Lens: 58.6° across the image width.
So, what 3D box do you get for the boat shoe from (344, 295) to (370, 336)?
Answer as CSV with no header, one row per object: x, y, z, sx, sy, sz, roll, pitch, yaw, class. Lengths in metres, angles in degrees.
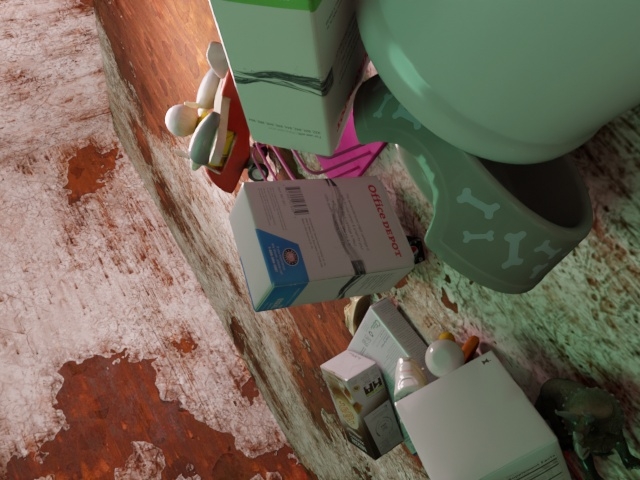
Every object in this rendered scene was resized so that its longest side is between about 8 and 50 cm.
0.090,0.195,1.528,0.059,0.063,0.170,41,147,32,boat shoe

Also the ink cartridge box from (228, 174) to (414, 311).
0.000,0.000,1.136,0.129,0.308,0.223,-55,48,52,ink cartridge box

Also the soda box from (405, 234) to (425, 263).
0.151,0.017,1.252,0.169,0.060,0.053,13,119,60,soda box

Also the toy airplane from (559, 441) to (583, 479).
0.445,0.410,1.051,0.151,0.028,0.151,168,90,-77,toy airplane

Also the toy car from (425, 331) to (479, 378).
0.285,0.275,1.130,0.136,0.159,0.181,-1,81,22,toy car

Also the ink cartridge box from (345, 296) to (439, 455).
0.204,0.350,1.437,0.330,0.072,0.324,52,152,20,ink cartridge box

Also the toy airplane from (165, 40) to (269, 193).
-0.279,-0.341,1.523,0.386,0.273,0.383,130,138,-82,toy airplane

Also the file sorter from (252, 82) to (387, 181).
-0.017,-0.212,1.237,0.202,0.182,0.290,61,155,10,file sorter

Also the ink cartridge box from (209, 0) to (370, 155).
-0.020,-0.259,0.634,0.115,0.198,0.272,13,151,13,ink cartridge box

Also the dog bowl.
0.207,-0.108,0.728,0.102,0.349,0.348,-41,73,39,dog bowl

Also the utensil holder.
0.252,-0.291,0.474,0.327,0.328,0.385,62,153,7,utensil holder

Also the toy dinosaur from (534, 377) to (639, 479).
0.419,0.285,0.925,0.313,0.121,0.160,-39,-70,-84,toy dinosaur

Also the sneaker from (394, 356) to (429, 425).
0.211,0.331,1.255,0.232,0.091,0.115,74,-167,-49,sneaker

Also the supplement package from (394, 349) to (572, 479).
0.290,0.375,0.983,0.262,0.198,0.199,59,-177,-35,supplement package

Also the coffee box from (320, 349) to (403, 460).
0.108,0.429,1.499,0.141,0.098,0.246,9,122,61,coffee box
